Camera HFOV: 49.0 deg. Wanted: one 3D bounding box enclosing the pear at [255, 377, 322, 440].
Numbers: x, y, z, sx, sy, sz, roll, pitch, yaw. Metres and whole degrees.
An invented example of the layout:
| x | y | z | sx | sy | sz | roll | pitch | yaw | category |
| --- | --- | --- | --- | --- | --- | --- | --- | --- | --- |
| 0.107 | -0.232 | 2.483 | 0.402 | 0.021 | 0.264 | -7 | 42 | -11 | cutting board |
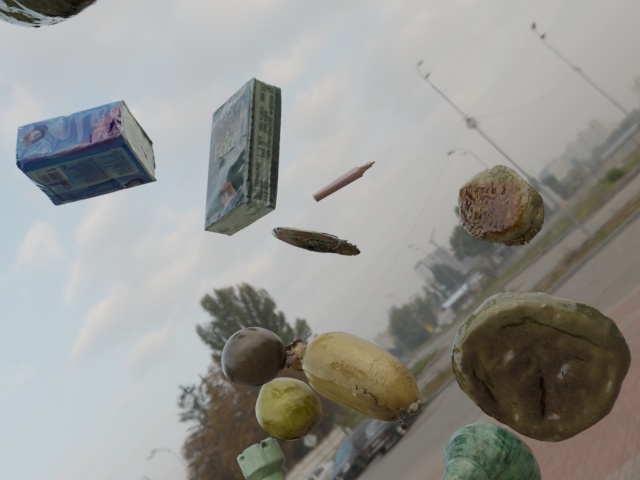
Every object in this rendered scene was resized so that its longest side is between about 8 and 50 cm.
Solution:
| x | y | z | sx | sy | sz | roll | pitch | yaw | category |
| --- | --- | --- | --- | --- | --- | --- | --- | --- | --- |
| -0.076 | 0.409 | 1.695 | 0.149 | 0.162 | 0.149 | -29 | -51 | -43 | pear |

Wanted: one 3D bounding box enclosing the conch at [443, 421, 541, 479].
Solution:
| x | y | z | sx | sy | sz | roll | pitch | yaw | category |
| --- | --- | --- | --- | --- | --- | --- | --- | --- | --- |
| 0.316 | 0.425 | 1.304 | 0.188 | 0.176 | 0.122 | -7 | 2 | -1 | conch |

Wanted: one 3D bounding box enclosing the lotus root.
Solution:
| x | y | z | sx | sy | sz | roll | pitch | yaw | category |
| --- | --- | --- | --- | --- | --- | --- | --- | --- | --- |
| 0.068 | 0.255 | 1.364 | 0.131 | 0.303 | 0.146 | -50 | -37 | -32 | lotus root |

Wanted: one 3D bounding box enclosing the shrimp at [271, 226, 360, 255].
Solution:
| x | y | z | sx | sy | sz | roll | pitch | yaw | category |
| --- | --- | --- | --- | --- | --- | --- | --- | --- | --- |
| 0.000 | 0.002 | 1.743 | 0.251 | 0.052 | 0.143 | 8 | -6 | -26 | shrimp |

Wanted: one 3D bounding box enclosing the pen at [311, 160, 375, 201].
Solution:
| x | y | z | sx | sy | sz | roll | pitch | yaw | category |
| --- | --- | --- | --- | --- | --- | --- | --- | --- | --- |
| 0.066 | -0.166 | 1.925 | 0.197 | 0.032 | 0.053 | -31 | 9 | -5 | pen |

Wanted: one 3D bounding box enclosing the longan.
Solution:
| x | y | z | sx | sy | sz | roll | pitch | yaw | category |
| --- | --- | --- | --- | --- | --- | --- | --- | --- | --- |
| -0.107 | 0.191 | 1.131 | 0.113 | 0.092 | 0.113 | -12 | -41 | -10 | longan |

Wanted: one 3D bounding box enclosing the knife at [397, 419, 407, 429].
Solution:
| x | y | z | sx | sy | sz | roll | pitch | yaw | category |
| --- | --- | --- | --- | --- | --- | --- | --- | --- | --- |
| 0.205 | 0.506 | 2.252 | 0.019 | 0.245 | 0.072 | -36 | -29 | -1 | knife |

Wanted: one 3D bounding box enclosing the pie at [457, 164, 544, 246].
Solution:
| x | y | z | sx | sy | sz | roll | pitch | yaw | category |
| --- | --- | --- | --- | --- | --- | --- | --- | --- | --- |
| 0.352 | -0.068 | 1.395 | 0.079 | 0.163 | 0.193 | -8 | 4 | -37 | pie |

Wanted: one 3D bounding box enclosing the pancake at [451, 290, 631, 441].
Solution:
| x | y | z | sx | sy | sz | roll | pitch | yaw | category |
| --- | --- | --- | --- | --- | --- | --- | --- | --- | --- |
| 0.367 | 0.211 | 1.180 | 0.294 | 0.294 | 0.049 | -50 | 2 | 27 | pancake |

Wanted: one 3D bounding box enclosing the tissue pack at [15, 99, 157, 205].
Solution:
| x | y | z | sx | sy | sz | roll | pitch | yaw | category |
| --- | --- | --- | --- | --- | --- | --- | --- | --- | --- |
| -0.556 | -0.207 | 1.680 | 0.263 | 0.146 | 0.198 | -15 | -29 | 4 | tissue pack |

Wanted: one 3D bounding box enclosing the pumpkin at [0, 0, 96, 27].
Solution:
| x | y | z | sx | sy | sz | roll | pitch | yaw | category |
| --- | --- | --- | --- | --- | --- | --- | --- | --- | --- |
| -0.554 | -0.549 | 1.367 | 0.328 | 0.257 | 0.291 | -9 | 40 | 47 | pumpkin |

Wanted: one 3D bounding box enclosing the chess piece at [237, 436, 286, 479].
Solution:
| x | y | z | sx | sy | sz | roll | pitch | yaw | category |
| --- | --- | --- | --- | --- | --- | --- | --- | --- | --- |
| -0.111 | 0.696 | 1.901 | 0.195 | 0.299 | 0.194 | -26 | -22 | -11 | chess piece |

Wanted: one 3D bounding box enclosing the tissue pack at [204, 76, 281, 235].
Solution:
| x | y | z | sx | sy | sz | roll | pitch | yaw | category |
| --- | --- | --- | --- | --- | --- | --- | --- | --- | --- |
| -0.181 | -0.189 | 1.640 | 0.103 | 0.315 | 0.228 | 14 | -23 | -32 | tissue pack |
